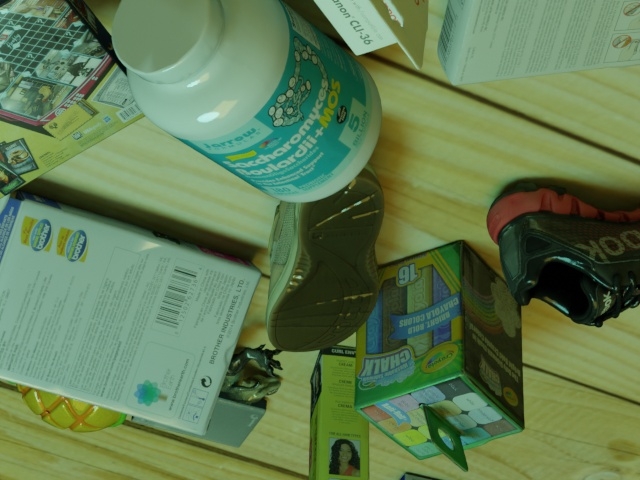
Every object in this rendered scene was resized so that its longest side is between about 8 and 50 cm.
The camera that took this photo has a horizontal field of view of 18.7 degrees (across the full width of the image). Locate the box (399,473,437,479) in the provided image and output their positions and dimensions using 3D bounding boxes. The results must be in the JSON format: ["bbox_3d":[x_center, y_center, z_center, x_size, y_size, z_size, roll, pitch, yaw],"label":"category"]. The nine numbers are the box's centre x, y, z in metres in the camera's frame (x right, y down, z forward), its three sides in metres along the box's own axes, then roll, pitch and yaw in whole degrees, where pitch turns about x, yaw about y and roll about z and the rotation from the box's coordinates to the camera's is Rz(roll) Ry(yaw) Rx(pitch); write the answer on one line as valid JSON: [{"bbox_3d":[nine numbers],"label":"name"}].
[{"bbox_3d":[0.136,0.360,2.405,0.126,0.072,0.137,14,142,-14],"label":"box"}]

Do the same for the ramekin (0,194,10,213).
[{"bbox_3d":[-0.408,-0.116,1.758,0.273,0.127,0.273,2,144,1],"label":"ramekin"}]

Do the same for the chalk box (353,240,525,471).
[{"bbox_3d":[0.121,0.135,1.979,0.132,0.213,0.132,-19,138,28],"label":"chalk box"}]

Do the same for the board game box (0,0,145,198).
[{"bbox_3d":[-0.285,-0.115,1.624,0.243,0.042,0.165,-28,130,11],"label":"board game box"}]

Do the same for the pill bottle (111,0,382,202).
[{"bbox_3d":[-0.065,-0.136,1.632,0.146,0.146,0.264,-16,156,25],"label":"pill bottle"}]

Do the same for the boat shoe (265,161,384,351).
[{"bbox_3d":[0.000,0.000,1.909,0.109,0.098,0.302,-5,143,-11],"label":"boat shoe"}]

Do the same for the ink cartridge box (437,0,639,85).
[{"bbox_3d":[0.223,-0.216,1.647,0.225,0.056,0.181,-9,146,-14],"label":"ink cartridge box"}]

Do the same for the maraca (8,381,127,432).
[{"bbox_3d":[-0.292,0.149,2.140,0.186,0.099,0.127,23,139,17],"label":"maraca"}]

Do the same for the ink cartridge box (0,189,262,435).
[{"bbox_3d":[-0.234,0.067,1.964,0.311,0.065,0.185,17,98,-21],"label":"ink cartridge box"}]

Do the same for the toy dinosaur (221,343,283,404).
[{"bbox_3d":[-0.115,0.112,2.103,0.118,0.064,0.268,-18,136,37],"label":"toy dinosaur"}]

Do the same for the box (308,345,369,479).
[{"bbox_3d":[0.019,0.234,2.108,0.058,0.232,0.087,6,145,-8],"label":"box"}]

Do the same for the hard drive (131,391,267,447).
[{"bbox_3d":[-0.141,0.196,2.249,0.135,0.022,0.094,16,142,-16],"label":"hard drive"}]

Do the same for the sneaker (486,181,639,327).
[{"bbox_3d":[0.299,0.026,1.884,0.276,0.135,0.097,6,142,-5],"label":"sneaker"}]

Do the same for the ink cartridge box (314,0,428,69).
[{"bbox_3d":[0.032,-0.229,1.503,0.067,0.198,0.115,-16,139,25],"label":"ink cartridge box"}]
